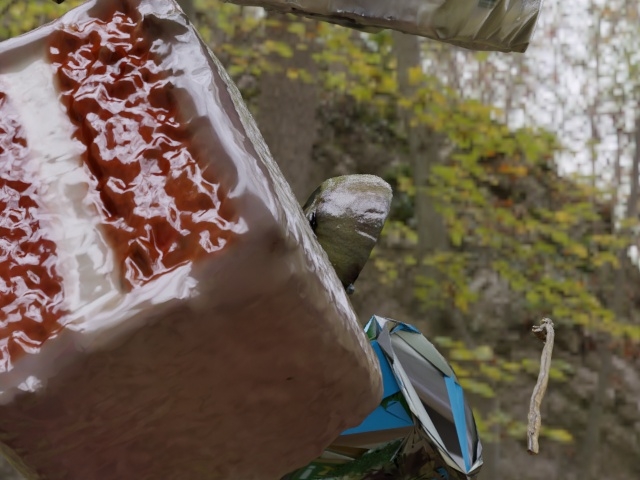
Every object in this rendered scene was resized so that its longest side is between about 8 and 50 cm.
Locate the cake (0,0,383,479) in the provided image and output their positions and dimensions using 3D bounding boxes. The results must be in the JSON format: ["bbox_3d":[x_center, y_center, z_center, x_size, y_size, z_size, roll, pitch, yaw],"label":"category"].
[{"bbox_3d":[-0.125,0.016,0.872,0.237,0.309,0.230,-30,-38,0],"label":"cake"}]

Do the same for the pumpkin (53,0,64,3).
[{"bbox_3d":[-0.229,-0.242,1.064,0.035,0.073,0.101,-17,-57,35],"label":"pumpkin"}]

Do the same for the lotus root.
[{"bbox_3d":[-0.001,-0.001,1.468,0.078,0.183,0.203,25,4,-15],"label":"lotus root"}]

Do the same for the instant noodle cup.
[{"bbox_3d":[0.050,0.200,1.378,0.178,0.240,0.240,-29,-38,20],"label":"instant noodle cup"}]

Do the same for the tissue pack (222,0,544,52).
[{"bbox_3d":[0.082,-0.332,0.938,0.207,0.380,0.297,16,9,18],"label":"tissue pack"}]

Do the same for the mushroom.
[{"bbox_3d":[0.235,0.147,1.404,0.026,0.286,0.028,1,-68,11],"label":"mushroom"}]
